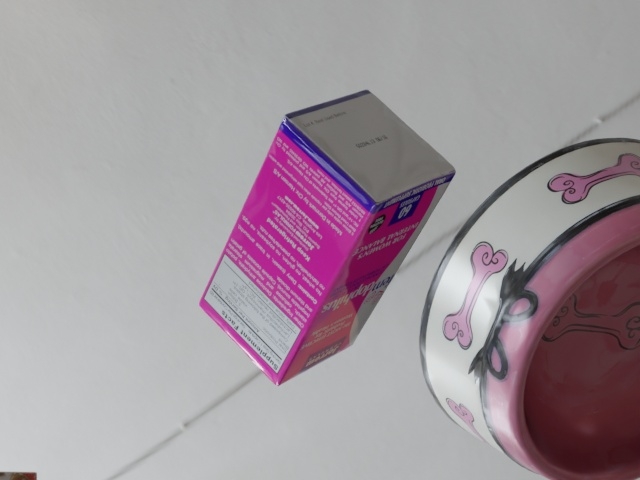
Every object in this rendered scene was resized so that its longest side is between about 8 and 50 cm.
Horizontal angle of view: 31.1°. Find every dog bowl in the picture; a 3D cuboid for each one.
[{"bbox_3d":[0.326,0.100,1.296,0.408,0.150,0.408,-11,-60,-19],"label":"dog bowl"}]

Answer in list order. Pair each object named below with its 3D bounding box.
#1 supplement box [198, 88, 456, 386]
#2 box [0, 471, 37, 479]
[{"bbox_3d":[0.000,0.000,0.969,0.111,0.114,0.220,-24,-28,-46],"label":"supplement box"},{"bbox_3d":[-0.469,0.278,1.228,0.324,0.067,0.063,6,-113,-22],"label":"box"}]
